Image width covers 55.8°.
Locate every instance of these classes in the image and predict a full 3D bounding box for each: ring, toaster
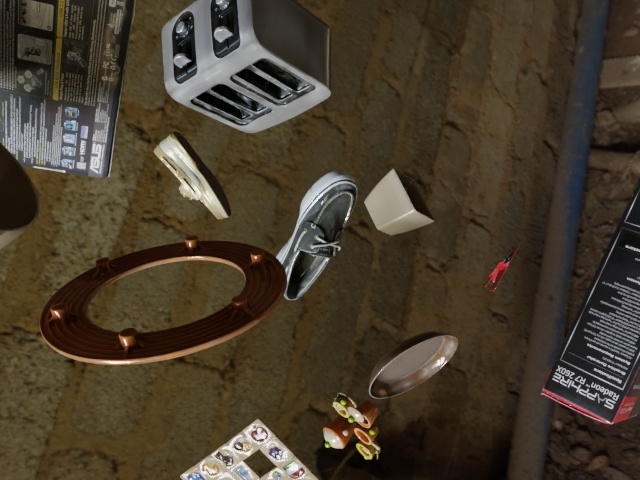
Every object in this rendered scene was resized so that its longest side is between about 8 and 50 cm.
[{"bbox_3d":[-0.215,0.063,0.843,0.337,0.337,0.032,34,135,54],"label":"ring"},{"bbox_3d":[-0.087,-0.231,0.775,0.168,0.186,0.110,-16,68,37],"label":"toaster"}]

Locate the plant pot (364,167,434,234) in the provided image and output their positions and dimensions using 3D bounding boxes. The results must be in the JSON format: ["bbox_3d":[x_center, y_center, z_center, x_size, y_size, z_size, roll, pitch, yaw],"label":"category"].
[{"bbox_3d":[0.158,-0.070,1.269,0.096,0.109,0.109,-34,64,22],"label":"plant pot"}]

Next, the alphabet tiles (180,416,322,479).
[{"bbox_3d":[-0.109,0.411,0.972,0.237,0.198,0.009,-40,6,23],"label":"alphabet tiles"}]

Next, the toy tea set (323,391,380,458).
[{"bbox_3d":[0.094,0.627,2.004,0.200,0.336,0.124,31,55,29],"label":"toy tea set"}]

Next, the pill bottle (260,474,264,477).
[{"bbox_3d":[-0.134,0.629,1.146,0.182,0.181,0.323,-33,20,36],"label":"pill bottle"}]

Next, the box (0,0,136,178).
[{"bbox_3d":[-0.469,-0.288,0.943,0.394,0.319,0.097,116,150,-42],"label":"box"}]

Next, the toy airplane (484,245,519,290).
[{"bbox_3d":[0.458,0.074,1.545,0.028,0.151,0.151,31,95,13],"label":"toy airplane"}]

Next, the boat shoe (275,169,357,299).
[{"bbox_3d":[0.000,0.000,1.371,0.335,0.121,0.119,-62,35,31],"label":"boat shoe"}]

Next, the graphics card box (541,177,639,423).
[{"bbox_3d":[0.426,0.050,0.779,0.094,0.233,0.370,24,92,36],"label":"graphics card box"}]

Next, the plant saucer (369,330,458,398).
[{"bbox_3d":[0.272,0.369,1.829,0.310,0.311,0.050,-48,54,21],"label":"plant saucer"}]

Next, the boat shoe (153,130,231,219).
[{"bbox_3d":[-0.172,-0.081,0.820,0.045,0.135,0.050,-31,14,10],"label":"boat shoe"}]

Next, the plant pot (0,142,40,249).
[{"bbox_3d":[-0.534,-0.052,0.748,0.191,0.284,0.284,-43,39,9],"label":"plant pot"}]
